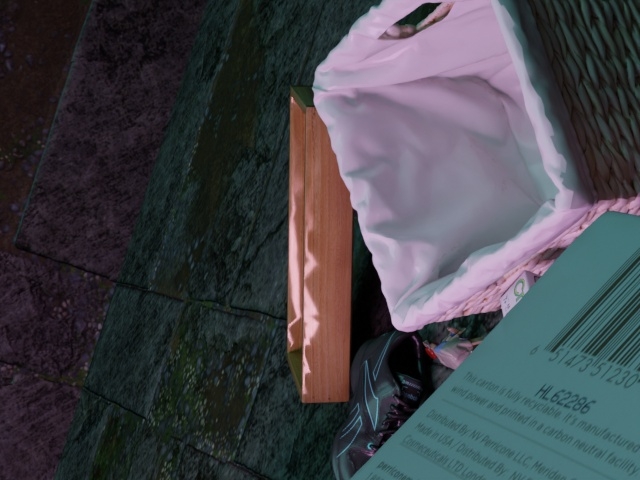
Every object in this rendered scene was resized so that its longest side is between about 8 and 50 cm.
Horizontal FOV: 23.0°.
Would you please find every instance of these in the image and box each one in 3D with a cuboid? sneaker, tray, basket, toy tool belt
[{"bbox_3d":[0.082,0.231,2.029,0.106,0.101,0.267,-38,39,49],"label":"sneaker"},{"bbox_3d":[0.000,0.000,2.214,0.203,0.076,0.411,-118,29,-75],"label":"tray"},{"bbox_3d":[0.210,-0.120,1.663,0.328,0.266,0.331,-41,62,51],"label":"basket"},{"bbox_3d":[0.171,0.133,1.982,0.051,0.052,0.083,-42,22,-13],"label":"toy tool belt"}]

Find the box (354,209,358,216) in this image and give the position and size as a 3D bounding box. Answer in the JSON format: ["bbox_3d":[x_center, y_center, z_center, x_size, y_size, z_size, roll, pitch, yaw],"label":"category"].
[{"bbox_3d":[0.125,-0.133,2.194,0.182,0.119,0.181,-56,27,32],"label":"box"}]

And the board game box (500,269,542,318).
[{"bbox_3d":[0.281,0.177,1.486,0.053,0.193,0.305,-54,28,36],"label":"board game box"}]

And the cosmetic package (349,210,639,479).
[{"bbox_3d":[0.280,0.237,1.048,0.327,0.393,0.329,-46,17,-11],"label":"cosmetic package"}]
